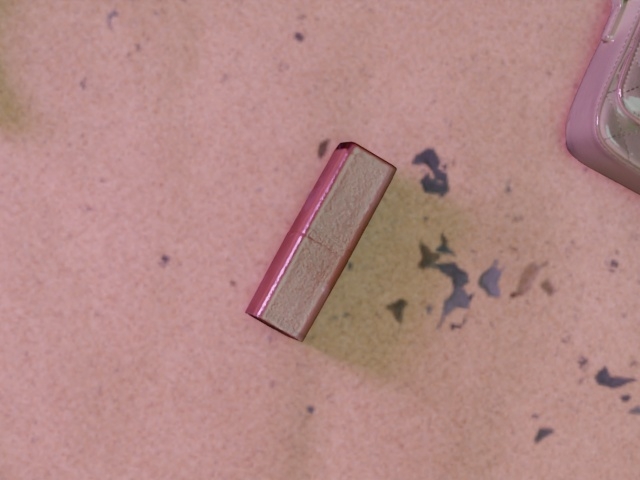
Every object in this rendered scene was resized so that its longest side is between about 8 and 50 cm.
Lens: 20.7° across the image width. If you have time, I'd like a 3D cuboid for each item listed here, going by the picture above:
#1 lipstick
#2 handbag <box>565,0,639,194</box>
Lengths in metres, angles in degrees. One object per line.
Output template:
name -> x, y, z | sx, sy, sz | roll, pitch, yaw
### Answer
lipstick -> 0.000, 0.000, 1.281 | 0.045, 0.045, 0.145 | 31, 84, -14
handbag -> 0.327, -0.113, 1.339 | 0.256, 0.079, 0.219 | 27, 82, -14
